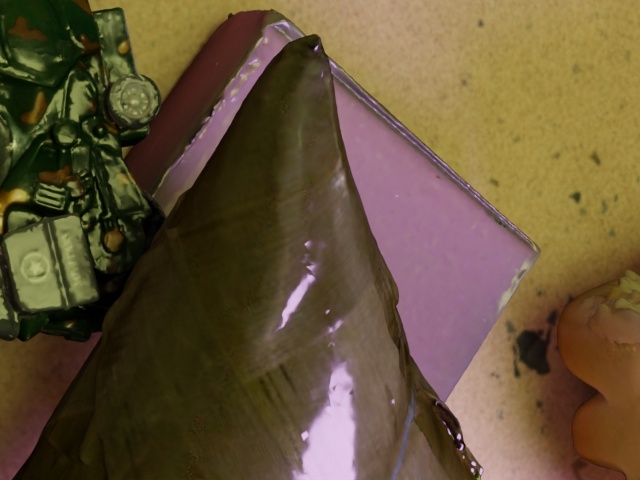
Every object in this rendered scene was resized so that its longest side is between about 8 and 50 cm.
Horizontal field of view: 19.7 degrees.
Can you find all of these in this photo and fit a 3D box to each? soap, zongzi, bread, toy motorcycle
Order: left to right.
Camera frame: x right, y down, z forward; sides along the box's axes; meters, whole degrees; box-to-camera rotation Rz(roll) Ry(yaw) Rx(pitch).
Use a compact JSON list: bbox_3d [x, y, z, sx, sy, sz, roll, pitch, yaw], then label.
[{"bbox_3d":[-0.187,-0.069,1.033,0.187,0.125,0.275,-13,87,-19],"label":"toy motorcycle"},{"bbox_3d":[-0.099,0.117,0.959,0.356,0.174,0.393,-37,144,-16],"label":"zongzi"},{"bbox_3d":[-0.001,0.000,1.190,0.259,0.081,0.181,39,76,-27],"label":"soap"},{"bbox_3d":[0.313,0.109,1.313,0.315,0.211,0.270,-18,109,-20],"label":"bread"}]
